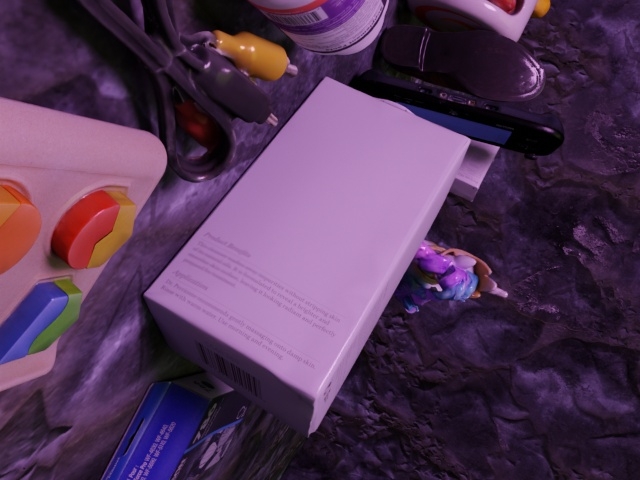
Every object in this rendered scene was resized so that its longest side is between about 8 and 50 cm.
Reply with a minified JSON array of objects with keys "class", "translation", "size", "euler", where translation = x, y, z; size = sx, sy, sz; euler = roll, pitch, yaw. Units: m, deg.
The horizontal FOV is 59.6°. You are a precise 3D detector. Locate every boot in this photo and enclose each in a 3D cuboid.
[{"class":"boot","translation":[0.250,-0.287,0.969],"size":[0.280,0.264,0.096],"euler":[-20,121,-69]}]

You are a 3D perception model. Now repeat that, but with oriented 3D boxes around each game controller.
[{"class":"game controller","translation":[0.207,-0.193,0.863],"size":[0.166,0.319,0.067],"euler":[-27,133,-74]}]

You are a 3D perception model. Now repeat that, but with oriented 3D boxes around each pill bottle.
[{"class":"pill bottle","translation":[-0.001,-0.220,0.467],"size":[0.108,0.108,0.193],"euler":[-65,167,10]}]

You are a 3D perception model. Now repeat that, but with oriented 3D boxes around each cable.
[{"class":"cable","translation":[-0.111,-0.131,0.401],"size":[0.139,0.072,0.287],"euler":[-47,156,6]}]

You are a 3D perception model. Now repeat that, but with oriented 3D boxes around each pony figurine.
[{"class":"pony figurine","translation":[0.120,-0.008,0.975],"size":[0.303,0.350,0.363],"euler":[-59,-174,-1]}]

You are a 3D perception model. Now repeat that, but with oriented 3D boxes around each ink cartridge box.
[{"class":"ink cartridge box","translation":[-0.190,0.281,0.834],"size":[0.165,0.065,0.332],"euler":[-62,166,-1]}]

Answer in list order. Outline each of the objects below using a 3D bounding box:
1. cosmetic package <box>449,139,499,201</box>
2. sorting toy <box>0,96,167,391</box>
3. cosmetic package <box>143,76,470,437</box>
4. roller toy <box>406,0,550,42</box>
[{"class":"cosmetic package","translation":[0.193,-0.170,1.027],"size":[0.099,0.239,0.060],"euler":[-57,167,-21]},{"class":"sorting toy","translation":[-0.187,0.021,0.340],"size":[0.208,0.038,0.193],"euler":[-59,168,11]},{"class":"cosmetic package","translation":[0.000,0.000,0.681],"size":[0.385,0.217,0.156],"euler":[-53,164,-29]},{"class":"roller toy","translation":[0.248,-0.401,0.872],"size":[0.146,0.209,0.191],"euler":[-66,159,9]}]
